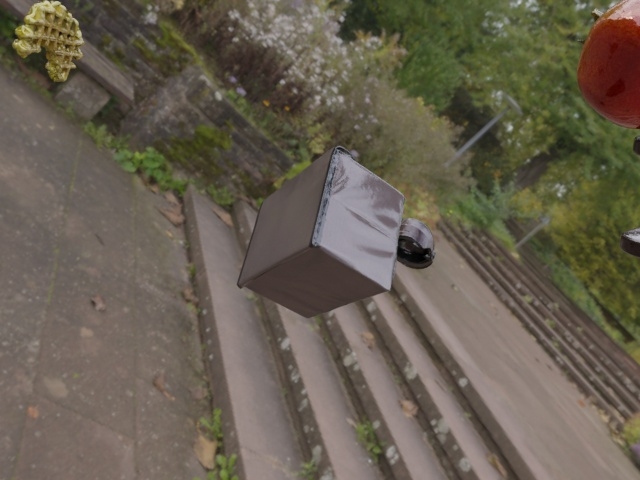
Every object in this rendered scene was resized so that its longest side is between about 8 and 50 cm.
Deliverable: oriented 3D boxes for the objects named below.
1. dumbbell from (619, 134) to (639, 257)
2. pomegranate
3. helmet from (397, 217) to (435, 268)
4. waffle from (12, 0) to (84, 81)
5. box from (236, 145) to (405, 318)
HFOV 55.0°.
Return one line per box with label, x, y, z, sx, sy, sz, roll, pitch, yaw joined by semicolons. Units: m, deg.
dumbbell;0.621;-0.079;1.097;0.140;0.225;0.124;-13;21;-32
pomegranate;0.537;-0.307;1.022;0.221;0.221;0.257;37;23;-45
helmet;0.188;0.001;1.252;0.098;0.070;0.123;7;-25;25
waffle;-0.570;-0.416;1.294;0.051;0.149;0.194;27;-16;7
box;0.000;0.000;0.982;0.153;0.252;0.188;28;58;-23
